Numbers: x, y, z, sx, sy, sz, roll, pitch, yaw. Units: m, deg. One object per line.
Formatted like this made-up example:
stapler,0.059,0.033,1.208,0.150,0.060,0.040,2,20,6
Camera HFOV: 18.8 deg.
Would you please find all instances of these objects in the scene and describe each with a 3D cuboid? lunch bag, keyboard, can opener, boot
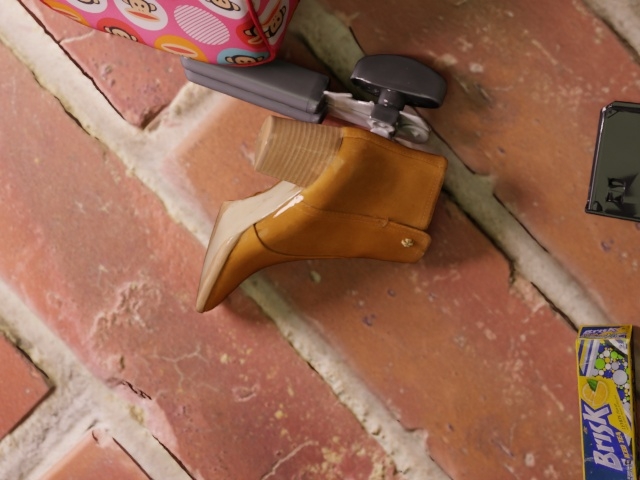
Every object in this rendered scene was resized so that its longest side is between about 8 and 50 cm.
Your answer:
lunch bag,-0.175,-0.295,1.914,0.293,0.258,0.120,17,71,17
keyboard,0.429,-0.025,1.965,0.317,0.033,0.202,10,101,12
can opener,-0.008,-0.165,2.026,0.280,0.074,0.093,15,74,8
boot,0.000,-0.001,2.046,0.211,0.104,0.295,17,132,-13

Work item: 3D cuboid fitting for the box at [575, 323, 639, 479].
box,0.305,0.176,2.038,0.059,0.054,0.169,-2,104,14
